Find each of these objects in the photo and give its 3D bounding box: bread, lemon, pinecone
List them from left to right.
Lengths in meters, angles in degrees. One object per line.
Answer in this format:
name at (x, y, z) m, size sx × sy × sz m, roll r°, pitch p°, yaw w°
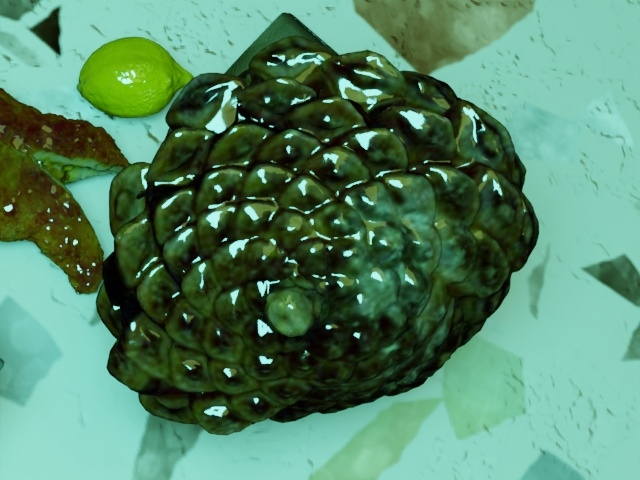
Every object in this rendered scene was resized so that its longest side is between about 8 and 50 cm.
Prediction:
bread at (-0.261, -0.059, 0.971) m, size 0.269 × 0.095 × 0.139 m, roll 15°, pitch 73°, yaw -18°
lemon at (-0.144, -0.125, 1.054) m, size 0.092 × 0.065 × 0.065 m, roll -7°, pitch 72°, yaw -17°
pinecone at (-0.002, -0.005, 0.938) m, size 0.298 × 0.296 × 0.242 m, roll -33°, pitch 78°, yaw 12°

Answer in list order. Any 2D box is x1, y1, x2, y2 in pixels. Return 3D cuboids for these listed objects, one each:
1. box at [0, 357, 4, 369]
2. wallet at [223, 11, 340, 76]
box at (-0.317, 0.124, 0.851) m, size 0.135 × 0.163 × 0.243 m, roll 39°, pitch 60°, yaw -12°
wallet at (0.015, -0.091, 1.117) m, size 0.198 × 0.031 × 0.110 m, roll 41°, pitch 63°, yaw -2°
